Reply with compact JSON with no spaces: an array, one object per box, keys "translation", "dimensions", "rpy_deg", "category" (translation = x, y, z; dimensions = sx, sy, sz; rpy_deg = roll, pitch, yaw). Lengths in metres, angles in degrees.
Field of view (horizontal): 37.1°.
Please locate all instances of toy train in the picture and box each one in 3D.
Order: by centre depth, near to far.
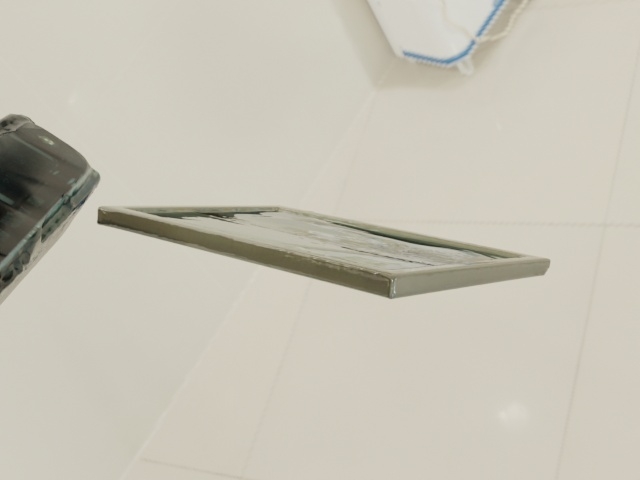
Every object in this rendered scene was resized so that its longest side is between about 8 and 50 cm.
[{"translation":[-0.236,0.032,0.551],"dimensions":[0.089,0.086,0.409],"rpy_deg":[-50,11,23],"category":"toy train"}]

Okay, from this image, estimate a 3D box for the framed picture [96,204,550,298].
[{"translation":[0.000,0.000,0.741],"dimensions":[0.289,0.213,0.016],"rpy_deg":[12,100,39],"category":"framed picture"}]
